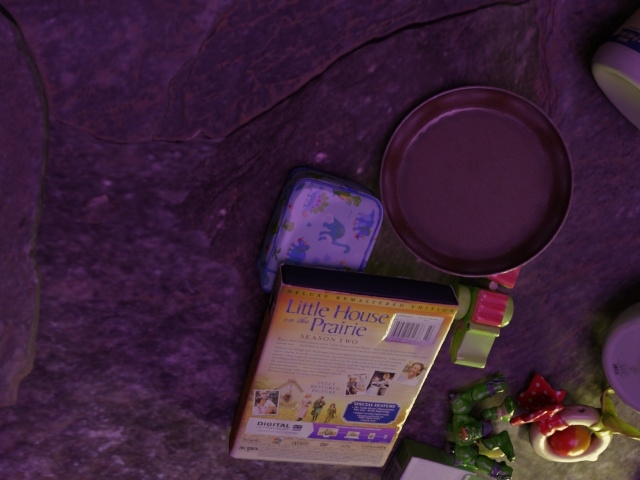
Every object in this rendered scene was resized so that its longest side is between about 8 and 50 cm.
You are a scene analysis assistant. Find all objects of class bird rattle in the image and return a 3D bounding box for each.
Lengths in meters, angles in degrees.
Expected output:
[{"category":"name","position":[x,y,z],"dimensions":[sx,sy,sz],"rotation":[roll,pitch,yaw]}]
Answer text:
[{"category":"bird rattle","position":[0.497,0.377,1.531],"dimensions":[0.253,0.143,0.207],"rotation":[-2,129,-8]}]

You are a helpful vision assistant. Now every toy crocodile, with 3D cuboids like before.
[{"category":"toy crocodile","position":[0.301,0.057,1.344],"dimensions":[0.115,0.105,0.341],"rotation":[17,91,-17]}]

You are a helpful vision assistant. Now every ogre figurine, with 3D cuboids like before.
[{"category":"ogre figurine","position":[0.312,0.368,1.497],"dimensions":[0.118,0.097,0.197],"rotation":[-3,106,-2]}]

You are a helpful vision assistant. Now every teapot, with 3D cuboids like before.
[{"category":"teapot","position":[0.675,0.214,1.463],"dimensions":[0.187,0.252,0.256],"rotation":[-26,149,-45]}]

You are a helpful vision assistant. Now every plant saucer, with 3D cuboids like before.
[{"category":"plant saucer","position":[0.253,-0.096,1.267],"dimensions":[0.310,0.050,0.311],"rotation":[0,91,7]}]

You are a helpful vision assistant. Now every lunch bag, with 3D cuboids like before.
[{"category":"lunch bag","position":[0.000,0.000,1.288],"dimensions":[0.176,0.090,0.219],"rotation":[15,108,-16]}]

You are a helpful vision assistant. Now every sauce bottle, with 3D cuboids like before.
[{"category":"sauce bottle","position":[0.315,0.417,1.549],"dimensions":[0.128,0.042,0.042],"rotation":[3,111,-15]}]

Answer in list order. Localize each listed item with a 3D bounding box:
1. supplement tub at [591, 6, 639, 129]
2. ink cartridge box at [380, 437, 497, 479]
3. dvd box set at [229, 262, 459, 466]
[{"category":"supplement tub","position":[0.621,-0.322,1.207],"dimensions":[0.235,0.235,0.325],"rotation":[41,99,-23]},{"category":"ink cartridge box","position":[0.239,0.482,1.549],"dimensions":[0.209,0.062,0.109],"rotation":[20,107,-19]},{"category":"dvd box set","position":[0.027,0.235,1.349],"dimensions":[0.307,0.062,0.421],"rotation":[7,125,-15]}]
